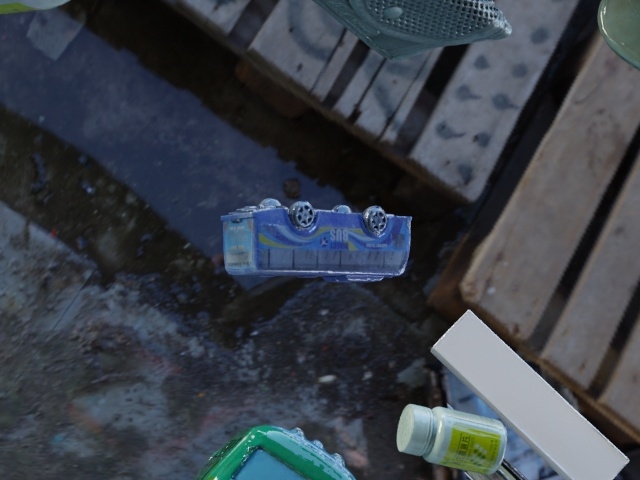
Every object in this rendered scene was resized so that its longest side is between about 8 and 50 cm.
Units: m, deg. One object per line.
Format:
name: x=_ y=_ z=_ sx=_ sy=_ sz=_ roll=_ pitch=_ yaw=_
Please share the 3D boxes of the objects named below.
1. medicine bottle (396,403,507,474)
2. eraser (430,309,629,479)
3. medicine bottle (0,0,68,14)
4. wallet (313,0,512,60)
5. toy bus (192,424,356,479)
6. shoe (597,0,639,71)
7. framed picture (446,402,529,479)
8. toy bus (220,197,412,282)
medicine bottle: x=0.109 y=0.164 z=0.871 sx=0.083 sy=0.047 sz=0.047 roll=14 pitch=74 yaw=-12
eraser: x=0.289 y=0.229 z=1.470 sx=0.298 sy=0.078 sz=0.076 roll=43 pitch=84 yaw=10
medicine bottle: x=-0.286 y=-0.276 z=0.946 sx=0.139 sy=0.225 sz=0.139 roll=-5 pitch=95 yaw=-58
wallet: x=0.113 y=-0.369 z=1.588 sx=0.342 sy=0.237 sz=0.075 roll=28 pitch=65 yaw=-49
toy bus: x=-0.071 y=0.326 z=1.247 sx=0.183 sy=0.343 sz=0.199 roll=34 pitch=75 yaw=-2
shoe: x=0.346 y=-0.170 z=0.966 sx=0.195 sy=0.078 sz=0.079 roll=35 pitch=99 yaw=21
framed picture: x=0.193 y=0.250 z=0.994 sx=0.195 sy=0.199 sz=0.010 roll=43 pitch=98 yaw=-5
toy bus: x=-0.002 y=0.002 z=1.223 sx=0.236 sy=0.079 sz=0.094 roll=3 pitch=92 yaw=-37
